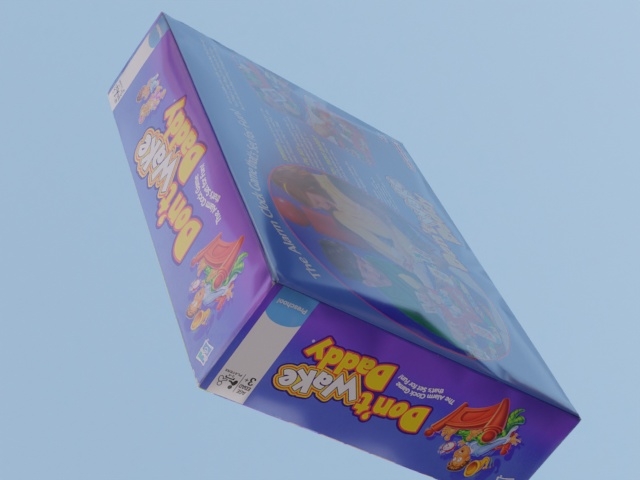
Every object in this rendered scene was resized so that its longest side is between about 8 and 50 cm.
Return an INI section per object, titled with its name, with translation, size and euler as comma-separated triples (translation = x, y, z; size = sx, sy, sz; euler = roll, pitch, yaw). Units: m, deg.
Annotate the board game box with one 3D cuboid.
[board game box]
translation = 0.000, 0.000, 0.931
size = 0.233, 0.347, 0.078
euler = 26, -68, -30
